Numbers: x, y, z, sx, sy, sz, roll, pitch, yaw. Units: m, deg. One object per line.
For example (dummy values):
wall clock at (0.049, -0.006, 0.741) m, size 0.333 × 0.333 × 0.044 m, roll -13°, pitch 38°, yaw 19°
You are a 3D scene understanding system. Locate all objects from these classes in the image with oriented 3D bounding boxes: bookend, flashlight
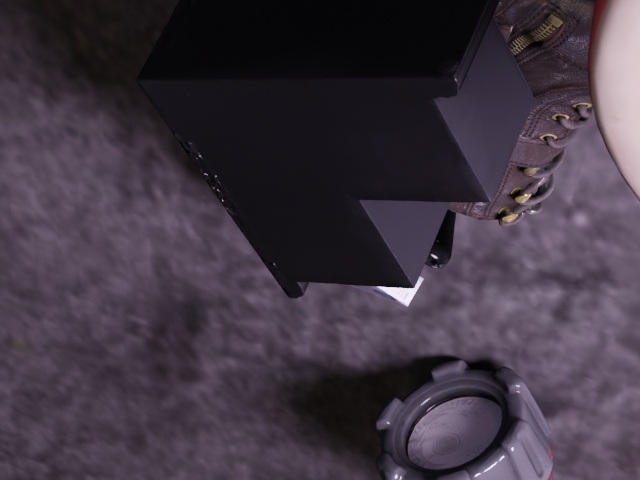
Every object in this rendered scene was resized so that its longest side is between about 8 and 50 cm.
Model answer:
bookend at (0.029, -0.045, 0.815) m, size 0.157 × 0.072 × 0.156 m, roll 2°, pitch 143°, yaw 33°
flashlight at (0.132, 0.206, 1.161) m, size 0.103 × 0.103 × 0.304 m, roll 2°, pitch 137°, yaw 36°

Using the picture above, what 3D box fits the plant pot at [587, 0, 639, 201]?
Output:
plant pot at (0.211, -0.117, 0.597) m, size 0.275 × 0.243 × 0.275 m, roll 16°, pitch 142°, yaw 13°

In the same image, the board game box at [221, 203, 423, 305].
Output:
board game box at (0.000, 0.000, 0.998) m, size 0.090 × 0.020 × 0.090 m, roll 34°, pitch 174°, yaw -20°

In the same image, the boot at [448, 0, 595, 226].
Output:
boot at (0.117, -0.074, 0.854) m, size 0.263 × 0.091 × 0.229 m, roll 27°, pitch 149°, yaw 5°

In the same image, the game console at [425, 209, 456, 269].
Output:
game console at (0.004, -0.018, 0.990) m, size 0.122 × 0.107 × 0.071 m, roll 31°, pitch 115°, yaw -8°
